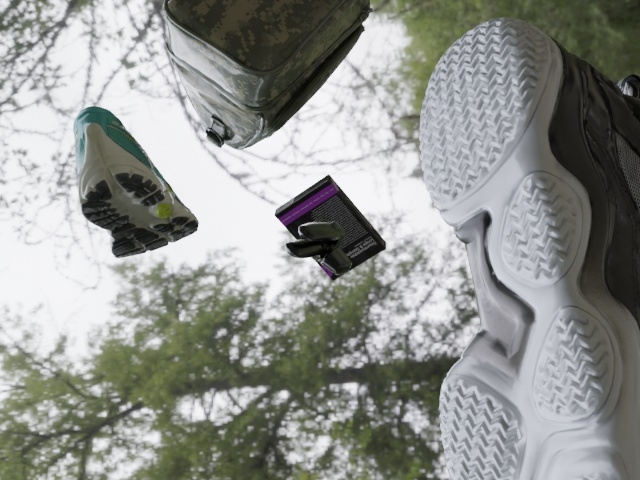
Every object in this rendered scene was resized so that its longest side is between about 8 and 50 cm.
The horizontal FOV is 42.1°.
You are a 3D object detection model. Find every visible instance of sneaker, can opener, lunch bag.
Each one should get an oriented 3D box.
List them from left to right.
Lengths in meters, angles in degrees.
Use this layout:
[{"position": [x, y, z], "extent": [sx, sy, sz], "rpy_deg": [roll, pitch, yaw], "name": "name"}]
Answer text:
[{"position": [-0.207, -0.057, 0.932], "extent": [0.275, 0.107, 0.110], "rpy_deg": [89, 160, -70], "name": "sneaker"}, {"position": [-0.070, -0.305, 1.249], "extent": [0.305, 0.212, 0.256], "rpy_deg": [-51, -10, -23], "name": "lunch bag"}, {"position": [0.000, 0.000, 1.032], "extent": [0.059, 0.073, 0.186], "rpy_deg": [-58, -16, 3], "name": "can opener"}, {"position": [0.137, 0.032, 0.386], "extent": [0.153, 0.101, 0.269], "rpy_deg": [2, -104, -32], "name": "sneaker"}]

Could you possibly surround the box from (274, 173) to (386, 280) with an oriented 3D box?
[{"position": [0.018, -0.019, 1.392], "extent": [0.162, 0.116, 0.029], "rpy_deg": [50, -156, -20], "name": "box"}]
